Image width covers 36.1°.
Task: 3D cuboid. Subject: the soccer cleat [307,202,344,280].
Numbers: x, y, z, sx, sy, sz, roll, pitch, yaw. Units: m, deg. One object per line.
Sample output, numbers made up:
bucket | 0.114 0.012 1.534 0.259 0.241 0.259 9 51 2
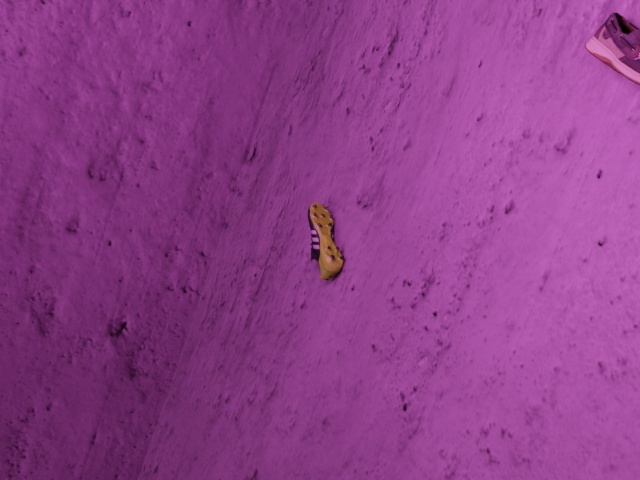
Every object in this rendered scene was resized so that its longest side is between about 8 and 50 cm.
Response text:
soccer cleat | 0.000 0.000 2.020 0.072 0.060 0.179 -52 40 39

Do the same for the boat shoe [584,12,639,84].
boat shoe | 0.441 -0.257 1.340 0.223 0.080 0.073 -122 47 -58
